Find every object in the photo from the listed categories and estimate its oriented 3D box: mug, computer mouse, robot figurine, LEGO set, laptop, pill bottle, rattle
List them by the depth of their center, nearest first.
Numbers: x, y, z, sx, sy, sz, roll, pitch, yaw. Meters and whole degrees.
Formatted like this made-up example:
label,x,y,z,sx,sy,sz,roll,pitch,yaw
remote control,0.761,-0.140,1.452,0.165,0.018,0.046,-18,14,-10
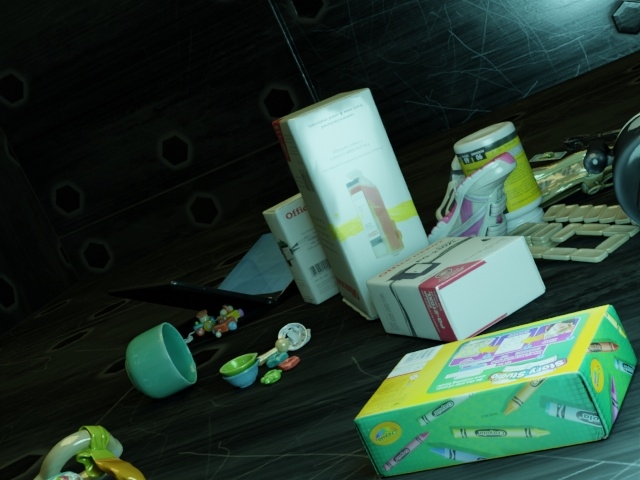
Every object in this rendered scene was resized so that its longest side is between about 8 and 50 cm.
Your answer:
label,x,y,z,sx,sy,sz,roll,pitch,yaw
rattle,-0.370,0.390,1.508,0.200,0.143,0.130,-42,-19,-11
robot figurine,0.531,-0.114,1.519,0.173,0.209,0.278,-47,1,24
pill bottle,0.338,-0.104,1.850,0.119,0.208,0.119,-24,9,4
mug,-0.302,0.243,1.895,0.097,0.157,0.129,-26,34,7
computer mouse,0.624,-0.191,2.093,0.184,0.060,0.262,-10,12,2
LEGO set,0.508,-0.147,2.204,0.244,0.060,0.182,-3,20,34
laptop,-0.231,0.042,2.367,0.408,0.236,0.382,13,-13,-31

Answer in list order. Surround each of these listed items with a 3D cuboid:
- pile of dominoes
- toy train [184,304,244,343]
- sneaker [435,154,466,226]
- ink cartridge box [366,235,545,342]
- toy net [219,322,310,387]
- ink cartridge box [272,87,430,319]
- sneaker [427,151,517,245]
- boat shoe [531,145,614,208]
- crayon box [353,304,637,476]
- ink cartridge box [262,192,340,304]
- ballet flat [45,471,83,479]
label,x,y,z,sx,sy,sz,roll,pitch,yaw
pile of dominoes,0.428,-0.003,1.673,0.196,0.040,0.251,-30,19,-30
toy train,-0.244,0.183,2.247,0.166,0.046,0.125,-18,12,35
sneaker,0.282,-0.088,1.996,0.094,0.234,0.153,6,-9,-11
ink cartridge box,0.204,0.072,1.563,0.172,0.100,0.237,-28,10,-21
toy net,-0.075,0.193,1.778,0.122,0.045,0.232,-18,11,35
ink cartridge box,0.064,-0.074,1.862,0.161,0.384,0.279,-23,9,-6
sneaker,0.291,-0.049,1.767,0.103,0.111,0.252,-34,-21,-42
boat shoe,0.481,-0.109,1.945,0.285,0.089,0.104,-19,-15,18
crayon box,0.195,0.170,1.122,0.279,0.081,0.165,-18,12,33
ink cartridge box,0.000,0.000,2.101,0.160,0.219,0.093,-28,10,-19
ballet flat,-0.431,0.420,1.403,0.241,0.091,0.077,-32,41,-15
